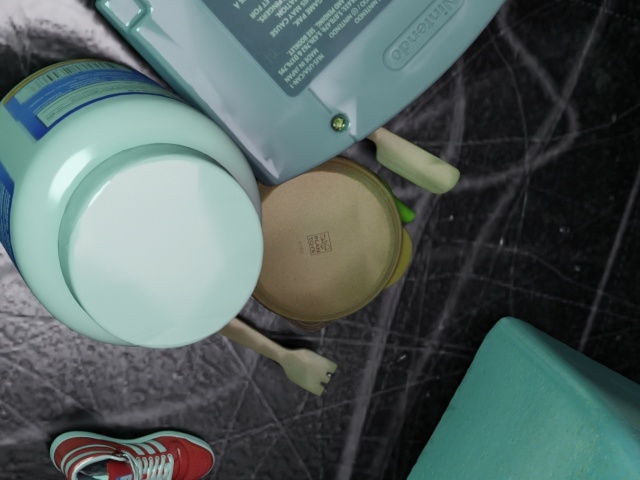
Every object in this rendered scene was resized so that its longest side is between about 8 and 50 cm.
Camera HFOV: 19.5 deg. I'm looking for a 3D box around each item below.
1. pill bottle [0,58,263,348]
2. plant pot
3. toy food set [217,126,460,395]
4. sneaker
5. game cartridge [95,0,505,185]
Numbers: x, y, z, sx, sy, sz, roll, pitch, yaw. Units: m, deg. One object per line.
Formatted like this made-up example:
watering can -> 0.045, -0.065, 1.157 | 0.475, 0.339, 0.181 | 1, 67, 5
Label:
pill bottle -> -0.123, -0.022, 1.151 | 0.152, 0.272, 0.152 | -4, 105, -17
plant pot -> 0.213, 0.239, 1.335 | 0.247, 0.252, 0.248 | 28, 93, -21
toy food set -> 0.000, 0.000, 1.328 | 0.132, 0.038, 0.192 | 31, 98, -15
sneaker -> -0.126, 0.161, 1.304 | 0.118, 0.067, 0.042 | 4, 102, -19
game cartridge -> 0.018, -0.189, 1.252 | 0.297, 0.062, 0.198 | -46, 110, -10
